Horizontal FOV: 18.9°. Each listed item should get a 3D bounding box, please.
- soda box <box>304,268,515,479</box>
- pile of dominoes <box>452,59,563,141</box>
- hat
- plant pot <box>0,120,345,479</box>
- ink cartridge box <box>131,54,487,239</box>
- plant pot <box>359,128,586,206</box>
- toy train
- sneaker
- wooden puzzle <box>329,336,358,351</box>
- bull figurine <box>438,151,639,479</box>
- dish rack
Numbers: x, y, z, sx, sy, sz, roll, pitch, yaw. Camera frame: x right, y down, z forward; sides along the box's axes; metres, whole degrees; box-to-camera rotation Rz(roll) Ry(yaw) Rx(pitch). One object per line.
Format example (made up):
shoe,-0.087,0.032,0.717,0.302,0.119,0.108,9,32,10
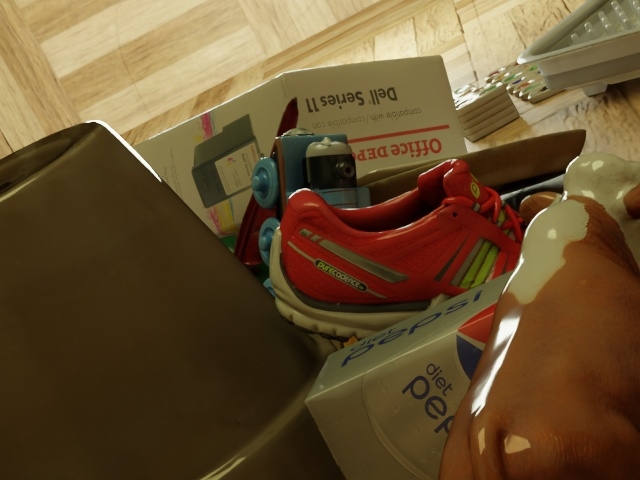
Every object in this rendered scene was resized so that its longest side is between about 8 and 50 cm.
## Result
soda box,0.139,0.064,1.173,0.286,0.091,0.098,-26,8,15
pile of dominoes,0.164,-0.158,2.090,0.196,0.040,0.251,-29,14,-1
hat,-0.095,0.015,1.650,0.208,0.184,0.173,-35,14,-25
plant pot,-0.165,0.084,1.335,0.323,0.280,0.323,-27,14,7
ink cartridge box,-0.008,-0.083,1.798,0.207,0.119,0.353,-11,-6,-41
plant pot,0.117,-0.047,1.649,0.236,0.032,0.236,-16,-2,-1
toy train,0.000,0.000,1.542,0.080,0.184,0.105,-3,0,-32
sneaker,0.106,0.005,1.281,0.279,0.118,0.107,-1,15,-8
wooden puzzle,-0.006,0.082,1.480,0.014,0.079,0.116,1,-14,-37
bull figurine,0.133,0.085,0.912,0.101,0.188,0.310,-20,16,30
dish rack,0.381,-0.244,1.901,0.333,0.072,0.285,-38,17,-35
